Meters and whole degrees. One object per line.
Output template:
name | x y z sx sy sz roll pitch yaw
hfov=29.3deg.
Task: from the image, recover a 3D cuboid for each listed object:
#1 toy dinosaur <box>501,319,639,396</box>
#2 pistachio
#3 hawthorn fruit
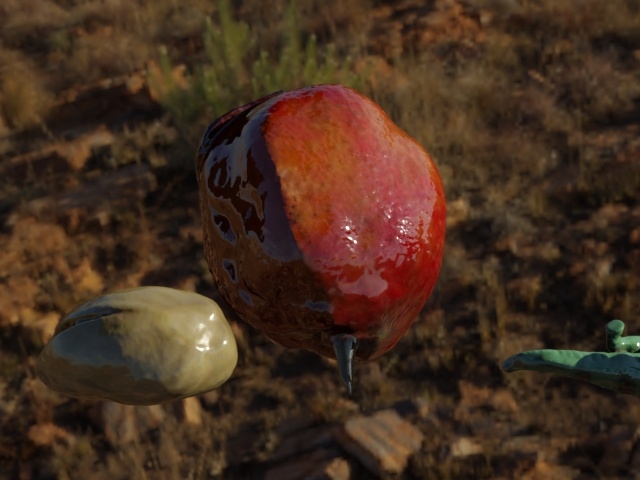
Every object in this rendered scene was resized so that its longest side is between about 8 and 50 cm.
toy dinosaur | 0.325 0.098 1.140 0.292 0.120 0.079 8 20 -11
pistachio | -0.192 0.114 1.264 0.226 0.136 0.136 -7 30 24
hawthorn fruit | 0.000 0.000 0.906 0.189 0.189 0.251 -10 46 1
